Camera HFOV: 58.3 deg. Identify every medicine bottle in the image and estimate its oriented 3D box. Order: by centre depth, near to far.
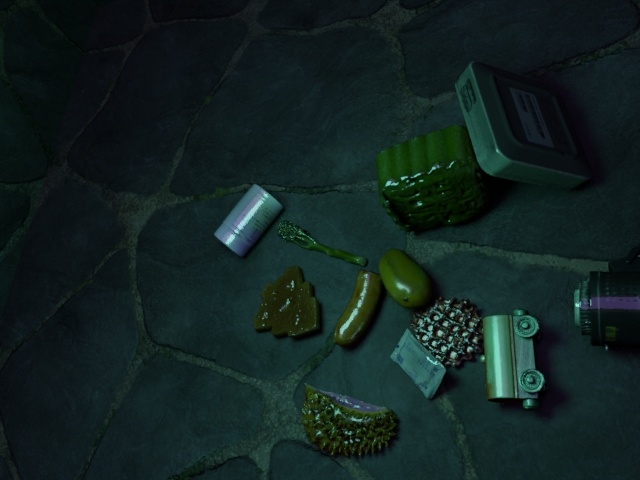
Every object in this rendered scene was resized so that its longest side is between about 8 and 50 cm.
[{"bbox_3d":[-0.277,-0.076,2.213,0.152,0.152,0.254,37,86,34],"label":"medicine bottle"}]

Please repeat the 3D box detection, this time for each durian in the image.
[{"bbox_3d":[0.062,0.564,1.762,0.341,0.112,0.191,11,70,28],"label":"durian"}]

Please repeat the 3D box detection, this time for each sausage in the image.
[{"bbox_3d":[0.125,0.228,1.899,0.109,0.109,0.271,19,75,32],"label":"sausage"}]

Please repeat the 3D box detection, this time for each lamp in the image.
[{"bbox_3d":[0.812,0.191,1.509,0.272,0.205,0.374,-17,43,13],"label":"lamp"}]

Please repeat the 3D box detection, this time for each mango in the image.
[{"bbox_3d":[0.270,0.114,1.854,0.156,0.114,0.251,-3,45,-21],"label":"mango"}]

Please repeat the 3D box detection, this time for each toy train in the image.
[{"bbox_3d":[0.543,0.335,1.630,0.177,0.116,0.286,-8,64,24],"label":"toy train"}]

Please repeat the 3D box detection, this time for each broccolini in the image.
[{"bbox_3d":[-0.003,0.004,2.083,0.392,0.074,0.079,18,82,33],"label":"broccolini"}]

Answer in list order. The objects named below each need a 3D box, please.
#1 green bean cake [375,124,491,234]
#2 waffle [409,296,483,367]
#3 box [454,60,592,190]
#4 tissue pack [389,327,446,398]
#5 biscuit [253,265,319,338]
[{"bbox_3d":[0.367,-0.182,1.834,0.319,0.335,0.218,-18,59,24],"label":"green bean cake"},{"bbox_3d":[0.392,0.282,1.770,0.234,0.055,0.221,-23,60,21],"label":"waffle"},{"bbox_3d":[0.631,-0.355,1.783,0.111,0.396,0.396,132,138,-51],"label":"box"},{"bbox_3d":[0.296,0.376,1.751,0.193,0.026,0.123,46,121,40],"label":"tissue pack"},{"bbox_3d":[-0.107,0.245,2.028,0.278,0.043,0.301,-52,49,-2],"label":"biscuit"}]
